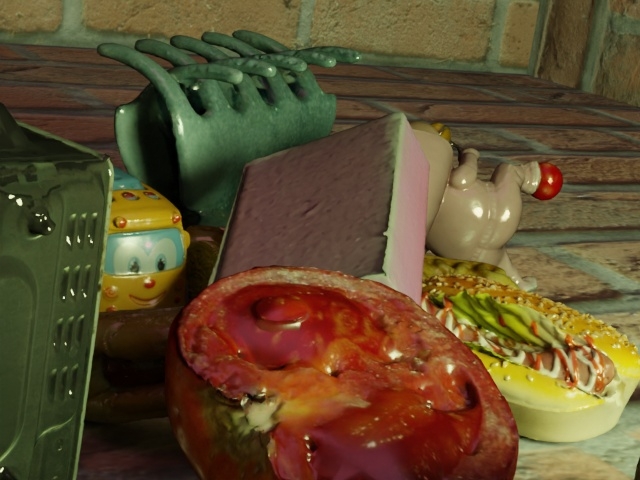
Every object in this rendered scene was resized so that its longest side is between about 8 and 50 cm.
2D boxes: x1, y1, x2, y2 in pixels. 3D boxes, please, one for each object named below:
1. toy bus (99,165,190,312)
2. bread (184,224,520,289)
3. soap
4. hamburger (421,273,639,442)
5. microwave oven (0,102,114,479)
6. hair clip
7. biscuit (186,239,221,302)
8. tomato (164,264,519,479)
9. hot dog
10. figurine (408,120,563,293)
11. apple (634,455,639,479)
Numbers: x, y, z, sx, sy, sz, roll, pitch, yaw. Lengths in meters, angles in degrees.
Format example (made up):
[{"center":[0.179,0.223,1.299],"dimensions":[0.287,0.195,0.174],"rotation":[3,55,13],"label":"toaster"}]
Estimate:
[{"center":[-0.212,0.000,1.085],"dimensions":[0.126,0.136,0.209],"rotation":[-6,22,-40],"label":"toy bus"},{"center":[0.025,0.040,1.168],"dimensions":[0.367,0.084,0.077],"rotation":[9,57,-2],"label":"bread"},{"center":[0.001,0.002,1.021],"dimensions":[0.181,0.081,0.259],"rotation":[-18,31,19],"label":"soap"},{"center":[0.168,0.094,0.983],"dimensions":[0.210,0.116,0.173],"rotation":[15,15,23],"label":"hamburger"},{"center":[-0.306,0.058,0.593],"dimensions":[0.218,0.286,0.355],"rotation":[21,17,36],"label":"microwave oven"},{"center":[-0.110,-0.115,1.363],"dimensions":[0.392,0.238,0.318],"rotation":[19,22,32],"label":"hair clip"},{"center":[-0.111,0.041,1.090],"dimensions":[0.023,0.084,0.084],"rotation":[7,13,-40],"label":"biscuit"},{"center":[0.006,0.129,0.743],"dimensions":[0.200,0.140,0.233],"rotation":[-11,44,-35],"label":"tomato"},{"center":[-0.087,0.087,0.851],"dimensions":[0.242,0.084,0.073],"rotation":[-7,9,-3],"label":"hot dog"},{"center":[0.122,-0.040,1.272],"dimensions":[0.287,0.176,0.186],"rotation":[11,43,-13],"label":"figurine"},{"center":[0.227,0.174,0.509],"dimensions":[0.194,0.261,0.261],"rotation":[9,16,8],"label":"apple"}]
